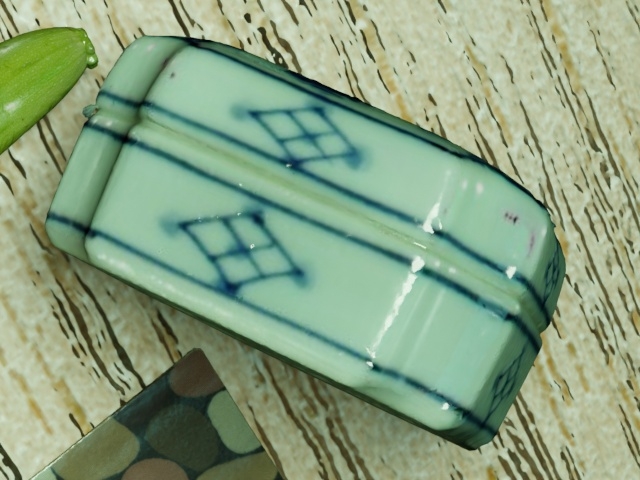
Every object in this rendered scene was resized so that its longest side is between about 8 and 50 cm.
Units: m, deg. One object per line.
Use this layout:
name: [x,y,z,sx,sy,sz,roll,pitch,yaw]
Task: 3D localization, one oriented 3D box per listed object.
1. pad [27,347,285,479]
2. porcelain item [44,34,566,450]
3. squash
pad: [-0.131,0.202,1.226,0.235,0.003,0.158,-38,109,-21]
porcelain item: [0.000,0.000,1.103,0.286,0.281,0.157,24,86,16]
squash: [-0.220,-0.073,1.130,0.201,0.066,0.066,-37,109,-25]
